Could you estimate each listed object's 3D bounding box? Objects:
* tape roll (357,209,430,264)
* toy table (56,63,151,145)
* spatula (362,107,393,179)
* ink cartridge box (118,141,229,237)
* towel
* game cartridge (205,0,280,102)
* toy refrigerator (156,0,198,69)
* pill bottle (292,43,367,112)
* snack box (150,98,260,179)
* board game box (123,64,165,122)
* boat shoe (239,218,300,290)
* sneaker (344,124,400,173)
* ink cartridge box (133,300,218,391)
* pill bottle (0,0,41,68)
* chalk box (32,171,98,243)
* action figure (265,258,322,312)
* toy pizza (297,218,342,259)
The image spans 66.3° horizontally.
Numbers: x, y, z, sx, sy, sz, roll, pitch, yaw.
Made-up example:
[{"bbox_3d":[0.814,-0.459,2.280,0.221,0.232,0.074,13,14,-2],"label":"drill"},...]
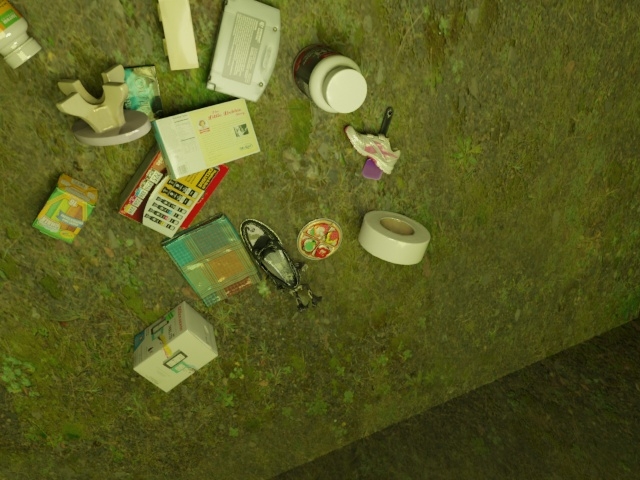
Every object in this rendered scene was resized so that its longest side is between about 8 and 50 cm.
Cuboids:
[{"bbox_3d":[0.302,-0.017,2.008,0.285,0.286,0.100,4,118,-22],"label":"tape roll"},{"bbox_3d":[-0.649,-0.392,1.447,0.273,0.252,0.161,1,133,15],"label":"toy table"},{"bbox_3d":[0.233,-0.374,1.914,0.084,0.030,0.297,8,117,-10],"label":"spatula"},{"bbox_3d":[-0.498,-0.182,1.706,0.271,0.130,0.310,29,106,-33],"label":"ink cartridge box"},{"bbox_3d":[-0.421,0.088,1.957,0.271,0.040,0.370,-26,126,-2],"label":"towel"},{"bbox_3d":[-0.238,-0.607,1.565,0.197,0.062,0.298,9,109,-28],"label":"game cartridge"},{"bbox_3d":[-0.432,-0.658,1.453,0.094,0.102,0.270,-11,124,-14],"label":"toy refrigerator"},{"bbox_3d":[0.031,-0.516,1.576,0.176,0.319,0.177,-10,122,-15],"label":"pill bottle"},{"bbox_3d":[-0.365,-0.336,1.597,0.321,0.060,0.187,-26,108,-32],"label":"snack box"},{"bbox_3d":[-0.575,-0.460,1.569,0.126,0.026,0.186,-11,123,-13],"label":"board game box"},{"bbox_3d":[-0.193,0.061,1.911,0.127,0.113,0.340,-32,101,-2],"label":"boat shoe"},{"bbox_3d":[0.200,-0.365,1.852,0.252,0.103,0.111,33,107,-23],"label":"sneaker"},{"bbox_3d":[-0.594,0.433,2.009,0.270,0.198,0.197,-36,125,3],"label":"ink cartridge box"},{"bbox_3d":[-0.882,-0.593,1.306,0.136,0.136,0.246,-34,126,3],"label":"pill bottle"},{"bbox_3d":[-0.857,-0.090,1.629,0.132,0.132,0.213,30,107,-32],"label":"chalk box"},{"bbox_3d":[-0.121,0.170,2.063,0.164,0.141,0.276,-34,100,12],"label":"action figure"},{"bbox_3d":[0.000,0.000,2.060,0.201,0.032,0.202,-9,123,-15],"label":"toy pizza"}]
